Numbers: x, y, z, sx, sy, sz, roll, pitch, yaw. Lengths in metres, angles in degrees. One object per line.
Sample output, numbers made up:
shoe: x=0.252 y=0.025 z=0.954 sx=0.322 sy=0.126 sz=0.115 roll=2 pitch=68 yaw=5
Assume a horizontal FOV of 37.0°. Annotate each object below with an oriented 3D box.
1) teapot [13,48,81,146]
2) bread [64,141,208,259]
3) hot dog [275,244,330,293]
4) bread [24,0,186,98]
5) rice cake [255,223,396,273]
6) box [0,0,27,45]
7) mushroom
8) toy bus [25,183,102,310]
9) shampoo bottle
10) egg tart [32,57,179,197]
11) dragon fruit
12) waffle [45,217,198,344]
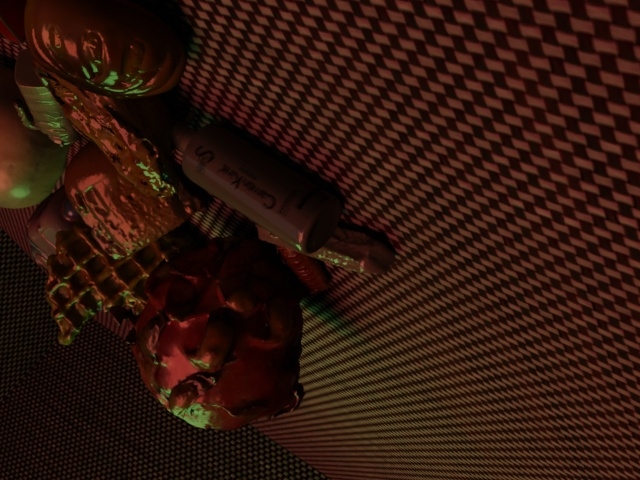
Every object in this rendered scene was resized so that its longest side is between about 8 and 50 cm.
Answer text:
teapot: x=-0.457 y=-0.230 z=1.578 sx=0.107 sy=0.077 sz=0.200 roll=-2 pitch=157 yaw=-2
bread: x=-0.338 y=-0.086 z=1.609 sx=0.262 sy=0.162 sz=0.204 roll=-14 pitch=114 yaw=51
hot dog: x=-0.029 y=0.036 z=1.462 sx=0.062 sy=0.038 sz=0.144 roll=24 pitch=156 yaw=40
bread: x=-0.258 y=-0.227 z=1.133 sx=0.213 sy=0.105 sz=0.213 roll=16 pitch=175 yaw=2
rice cake: x=0.000 y=0.000 z=1.306 sx=0.057 sy=0.052 sz=0.256 roll=19 pitch=179 yaw=-41
box: x=-0.395 y=-0.344 z=1.181 sx=0.048 sy=0.112 sz=0.175 roll=19 pitch=153 yaw=46
mushroom: x=-0.565 y=-0.194 z=1.775 sx=0.253 sy=0.234 sz=0.260 roll=-1 pitch=102 yaw=21
toy bus: x=-0.463 y=-0.012 z=1.997 sx=0.294 sy=0.197 sz=0.232 roll=41 pitch=152 yaw=1
shampoo bottle: x=-0.097 y=-0.081 z=1.249 sx=0.262 sy=0.085 sz=0.085 roll=33 pitch=161 yaw=22
egg tart: x=-0.281 y=-0.183 z=1.353 sx=0.291 sy=0.107 sz=0.291 roll=42 pitch=166 yaw=12
dragon fruit: x=-0.150 y=0.134 z=1.533 sx=0.263 sy=0.314 sz=0.296 roll=-58 pitch=42 yaw=48
waffle: x=-0.361 y=0.086 z=1.834 sx=0.324 sy=0.261 sz=0.151 roll=7 pitch=-162 yaw=-1
